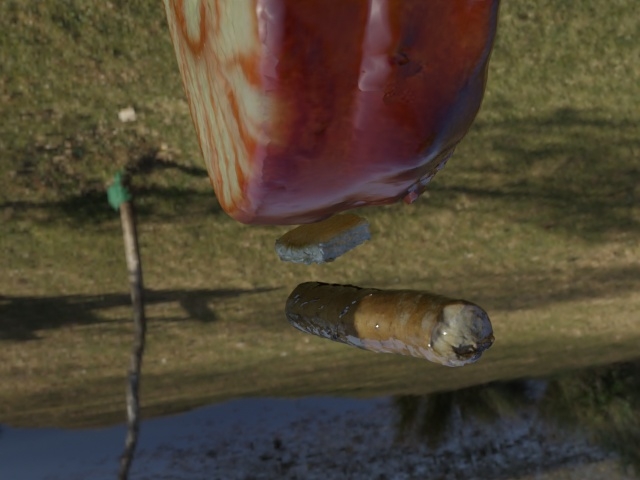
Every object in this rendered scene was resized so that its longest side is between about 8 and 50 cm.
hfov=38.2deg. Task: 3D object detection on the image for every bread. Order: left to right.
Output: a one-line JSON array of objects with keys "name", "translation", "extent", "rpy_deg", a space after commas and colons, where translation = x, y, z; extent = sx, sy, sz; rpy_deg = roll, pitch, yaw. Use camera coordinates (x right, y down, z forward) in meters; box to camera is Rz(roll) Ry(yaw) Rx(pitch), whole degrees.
[{"name": "bread", "translation": [-0.022, -0.170, 0.464], "extent": [0.114, 0.327, 0.295], "rpy_deg": [-11, 169, -15]}, {"name": "bread", "translation": [0.000, 0.000, 0.912], "extent": [0.083, 0.035, 0.070], "rpy_deg": [1, -156, 45]}]

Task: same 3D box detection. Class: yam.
[{"name": "yam", "translation": [0.043, 0.060, 0.720], "extent": [0.057, 0.056, 0.241], "rpy_deg": [1, -179, -30]}]
